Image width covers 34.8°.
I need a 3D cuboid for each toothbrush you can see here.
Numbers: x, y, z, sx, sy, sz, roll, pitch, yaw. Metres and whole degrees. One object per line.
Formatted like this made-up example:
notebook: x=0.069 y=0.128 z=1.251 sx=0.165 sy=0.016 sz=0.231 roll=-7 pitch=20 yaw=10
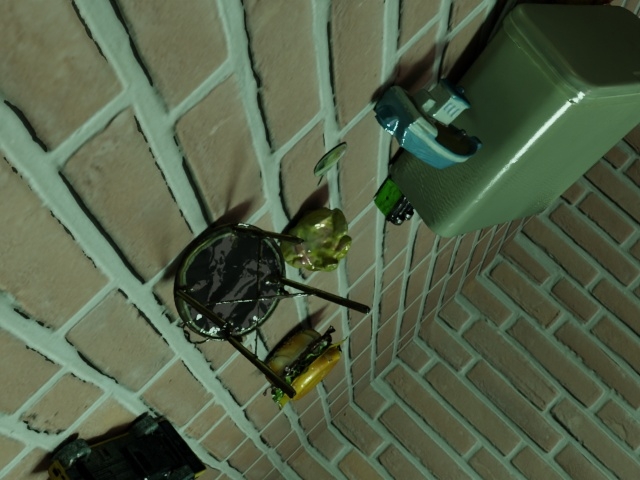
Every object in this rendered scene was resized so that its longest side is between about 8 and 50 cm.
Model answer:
toothbrush: x=0.294 y=-0.371 z=1.381 sx=0.030 sy=0.030 sz=0.304 roll=-36 pitch=163 yaw=-36

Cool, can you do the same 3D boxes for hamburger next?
hamburger: x=-0.035 y=0.232 z=1.953 sx=0.189 sy=0.093 sz=0.164 roll=-24 pitch=155 yaw=-54

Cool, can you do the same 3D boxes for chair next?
chair: x=-0.099 y=0.059 z=1.222 sx=0.160 sy=0.170 sz=0.325 roll=-48 pitch=-150 yaw=-11

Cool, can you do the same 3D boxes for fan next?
fan: x=0.006 y=-0.097 z=1.350 sx=0.080 sy=0.003 sz=0.060 roll=-53 pitch=164 yaw=24

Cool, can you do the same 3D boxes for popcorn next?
popcorn: x=0.000 y=-0.002 z=1.440 sx=0.097 sy=0.089 sz=0.109 roll=-46 pitch=168 yaw=-53

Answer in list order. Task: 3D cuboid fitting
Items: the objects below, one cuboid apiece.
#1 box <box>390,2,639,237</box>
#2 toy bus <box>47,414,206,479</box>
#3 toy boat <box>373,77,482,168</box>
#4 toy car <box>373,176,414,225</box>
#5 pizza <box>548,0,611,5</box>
box: x=0.332 y=-0.186 z=1.579 sx=0.351 sy=0.177 sz=0.344 roll=-14 pitch=153 yaw=-46
toy bus: x=-0.289 y=0.347 z=1.486 sx=0.123 sy=0.121 sz=0.335 roll=-42 pitch=168 yaw=13
toy boat: x=0.161 y=-0.158 z=1.364 sx=0.102 sy=0.088 sz=0.215 roll=-41 pitch=147 yaw=18
toy car: x=0.156 y=-0.085 z=1.697 sx=0.165 sy=0.062 sz=0.071 roll=-29 pitch=159 yaw=-50
pizza: x=0.471 y=-0.432 z=1.633 sx=0.287 sy=0.075 sz=0.280 roll=-43 pitch=166 yaw=-7
